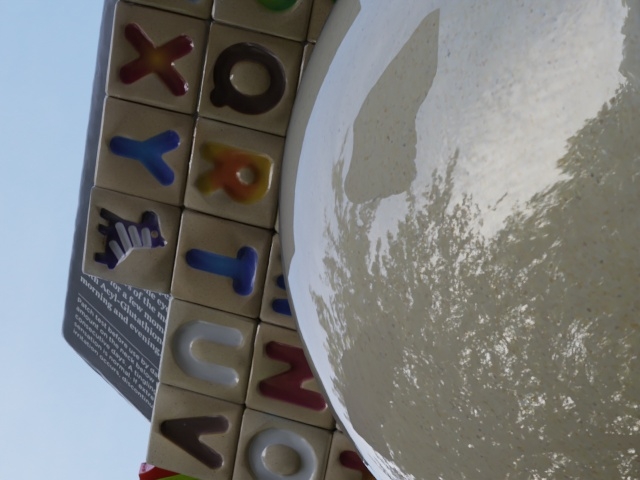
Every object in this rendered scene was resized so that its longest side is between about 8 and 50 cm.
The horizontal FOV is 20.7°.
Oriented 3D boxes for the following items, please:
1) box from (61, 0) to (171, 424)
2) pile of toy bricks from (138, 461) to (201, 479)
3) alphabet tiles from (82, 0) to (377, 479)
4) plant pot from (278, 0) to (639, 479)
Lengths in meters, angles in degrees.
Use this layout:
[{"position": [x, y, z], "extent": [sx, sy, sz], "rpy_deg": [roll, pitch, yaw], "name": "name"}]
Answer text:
[{"position": [0.002, -0.059, 1.269], "extent": [0.293, 0.212, 0.395], "rpy_deg": [-29, -32, -37], "name": "box"}, {"position": [0.005, 0.100, 0.933], "extent": [0.118, 0.212, 0.105], "rpy_deg": [-95, -7, -78], "name": "pile of toy bricks"}, {"position": [0.000, 0.000, 0.707], "extent": [0.009, 0.198, 0.237], "rpy_deg": [-47, -31, -68], "name": "alphabet tiles"}, {"position": [0.132, -0.033, 0.510], "extent": [0.284, 0.191, 0.284], "rpy_deg": [1, -106, -3], "name": "plant pot"}]
